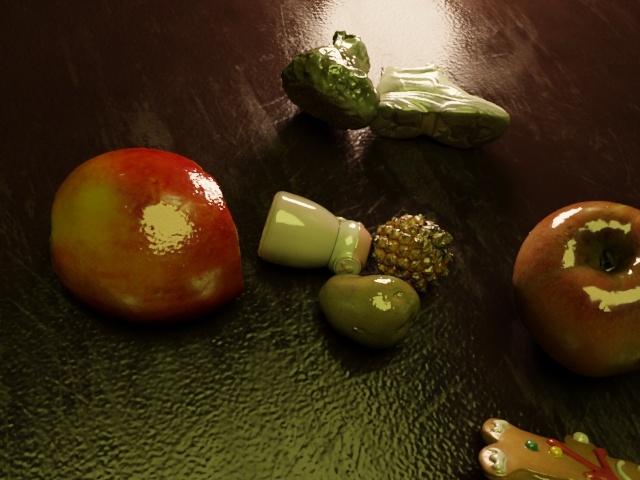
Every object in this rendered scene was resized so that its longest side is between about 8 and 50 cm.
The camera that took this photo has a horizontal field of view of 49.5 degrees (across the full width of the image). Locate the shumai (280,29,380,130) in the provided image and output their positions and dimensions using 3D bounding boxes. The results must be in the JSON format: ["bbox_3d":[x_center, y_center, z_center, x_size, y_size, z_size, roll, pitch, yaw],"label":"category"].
[{"bbox_3d":[0.054,-0.389,1.616,0.222,0.225,0.260,-53,39,-5],"label":"shumai"}]

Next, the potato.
[{"bbox_3d":[0.088,0.127,1.349,0.194,0.157,0.157,24,56,25],"label":"potato"}]

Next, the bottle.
[{"bbox_3d":[0.000,0.000,1.432,0.236,0.147,0.147,18,56,-5],"label":"bottle"}]

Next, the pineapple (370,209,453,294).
[{"bbox_3d":[0.210,0.016,1.409,0.176,0.137,0.161,42,48,-23],"label":"pineapple"}]

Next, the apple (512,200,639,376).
[{"bbox_3d":[0.540,0.097,1.349,0.338,0.305,0.338,-4,60,6],"label":"apple"}]

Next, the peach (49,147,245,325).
[{"bbox_3d":[-0.327,-0.005,1.329,0.380,0.242,0.306,6,52,-4],"label":"peach"}]

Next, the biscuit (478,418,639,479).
[{"bbox_3d":[0.447,0.390,1.214,0.339,0.047,0.216,14,18,10],"label":"biscuit"}]

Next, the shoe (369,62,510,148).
[{"bbox_3d":[0.292,-0.350,1.701,0.342,0.132,0.211,7,59,1],"label":"shoe"}]
